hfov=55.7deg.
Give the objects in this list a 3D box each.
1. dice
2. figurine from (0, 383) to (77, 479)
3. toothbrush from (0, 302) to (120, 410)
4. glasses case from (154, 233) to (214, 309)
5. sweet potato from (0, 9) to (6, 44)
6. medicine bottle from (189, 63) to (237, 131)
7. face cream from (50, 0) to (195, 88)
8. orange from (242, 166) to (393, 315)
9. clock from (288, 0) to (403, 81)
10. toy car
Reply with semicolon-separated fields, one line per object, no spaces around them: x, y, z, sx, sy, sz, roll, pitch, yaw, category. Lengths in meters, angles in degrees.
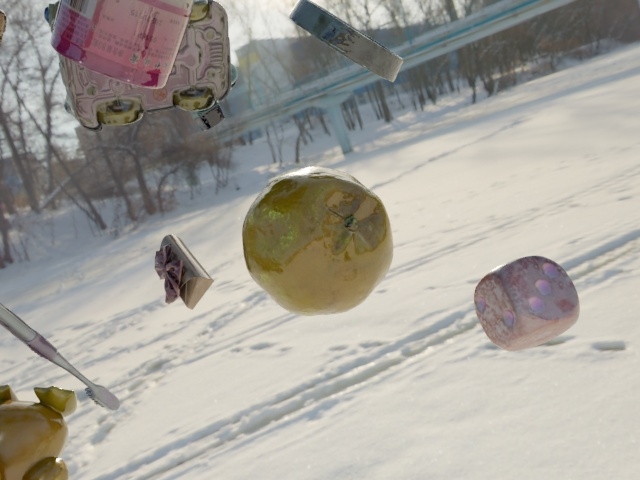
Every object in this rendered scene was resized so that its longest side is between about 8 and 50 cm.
0.253;0.078;0.748;0.093;0.091;0.094;-10;-31;-19;dice
-0.457;0.333;0.873;0.215;0.215;0.228;-17;21;12;figurine
-0.404;0.141;0.847;0.029;0.354;0.024;-11;41;30;toothbrush
-0.312;0.066;1.271;0.102;0.070;0.193;-52;44;3;glasses case
-0.489;-0.279;0.836;0.206;0.068;0.060;2;13;40;sweet potato
-0.292;-0.397;1.657;0.079;0.124;0.258;-41;9;-30;medicine bottle
-0.278;-0.343;0.877;0.175;0.195;0.175;23;20;-9;face cream
0.000;0.000;1.093;0.279;0.279;0.235;-23;5;-29;orange
0.059;-0.448;1.344;0.055;0.280;0.280;-57;-5;19;clock
-0.369;-0.388;1.233;0.336;0.242;0.226;-18;40;-26;toy car
